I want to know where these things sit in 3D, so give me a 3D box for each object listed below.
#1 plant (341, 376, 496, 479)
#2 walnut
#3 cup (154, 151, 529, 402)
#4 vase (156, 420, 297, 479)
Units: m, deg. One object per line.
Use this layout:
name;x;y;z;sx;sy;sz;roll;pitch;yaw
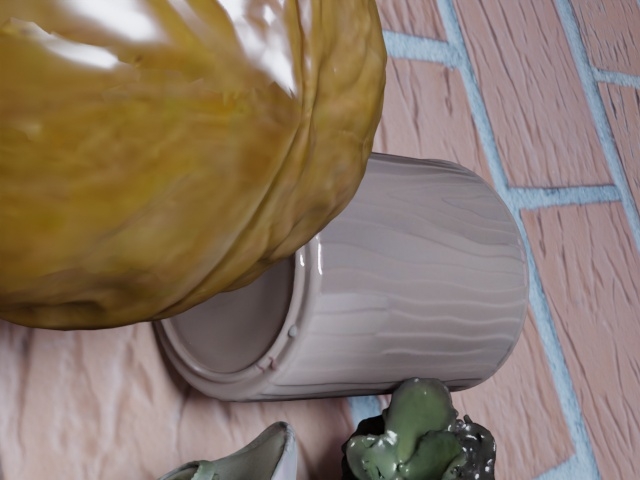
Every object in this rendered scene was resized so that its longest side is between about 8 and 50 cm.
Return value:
plant;0.079;0.206;0.740;0.203;0.131;0.142;66;30;-60
walnut;-0.156;-0.113;0.502;0.354;0.398;0.308;-20;121;-51
cup;0.013;-0.004;0.760;0.273;0.208;0.288;3;72;-46
vase;0.020;0.342;0.605;0.445;0.250;0.250;55;41;-8
